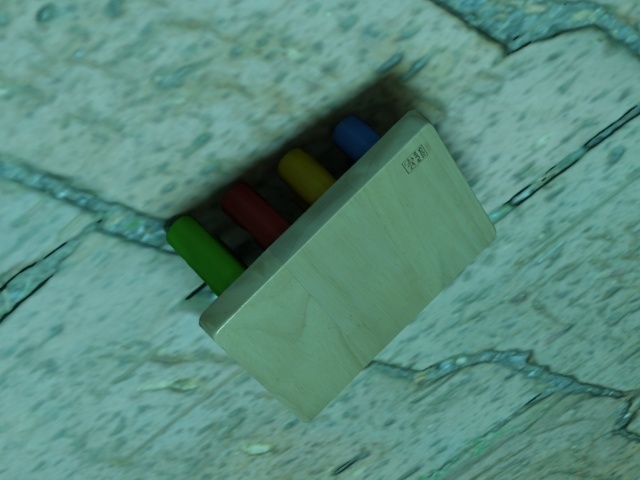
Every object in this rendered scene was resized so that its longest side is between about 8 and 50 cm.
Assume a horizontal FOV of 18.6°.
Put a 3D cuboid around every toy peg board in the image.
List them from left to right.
[{"bbox_3d":[0.000,0.000,1.097,0.160,0.079,0.161,-45,152,-3],"label":"toy peg board"}]
